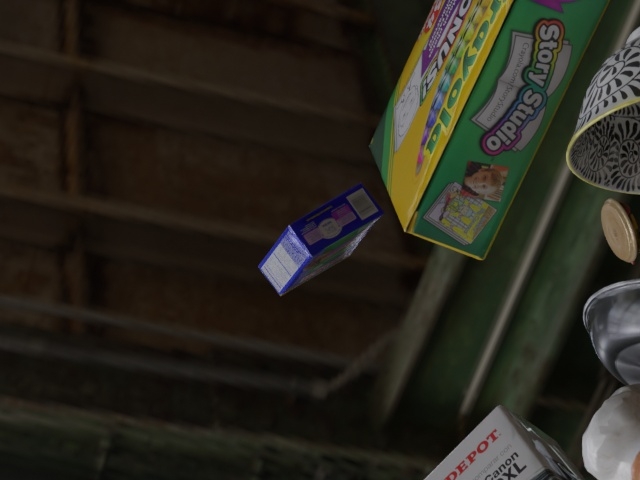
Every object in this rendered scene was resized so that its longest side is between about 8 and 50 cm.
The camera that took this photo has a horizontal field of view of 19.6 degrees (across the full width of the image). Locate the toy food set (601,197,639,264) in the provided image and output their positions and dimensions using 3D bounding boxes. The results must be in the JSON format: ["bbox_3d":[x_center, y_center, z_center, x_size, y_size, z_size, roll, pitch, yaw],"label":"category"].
[{"bbox_3d":[0.358,-0.012,2.194,0.020,0.083,0.082,-19,-100,-13],"label":"toy food set"}]

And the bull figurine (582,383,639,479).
[{"bbox_3d":[0.247,0.109,0.736,0.188,0.101,0.310,24,163,-28],"label":"bull figurine"}]

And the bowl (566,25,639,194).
[{"bbox_3d":[0.241,-0.098,1.210,0.170,0.170,0.080,6,-114,-21],"label":"bowl"}]

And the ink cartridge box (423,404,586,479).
[{"bbox_3d":[0.170,0.282,1.552,0.100,0.172,0.237,36,-168,-39],"label":"ink cartridge box"}]

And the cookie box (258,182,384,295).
[{"bbox_3d":[0.000,0.000,1.754,0.092,0.107,0.040,-31,-100,-26],"label":"cookie box"}]

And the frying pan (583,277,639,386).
[{"bbox_3d":[0.300,0.117,1.527,0.197,0.326,0.053,17,-116,5],"label":"frying pan"}]

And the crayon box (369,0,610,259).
[{"bbox_3d":[0.184,-0.201,2.005,0.106,0.363,0.313,21,-164,-11],"label":"crayon box"}]
